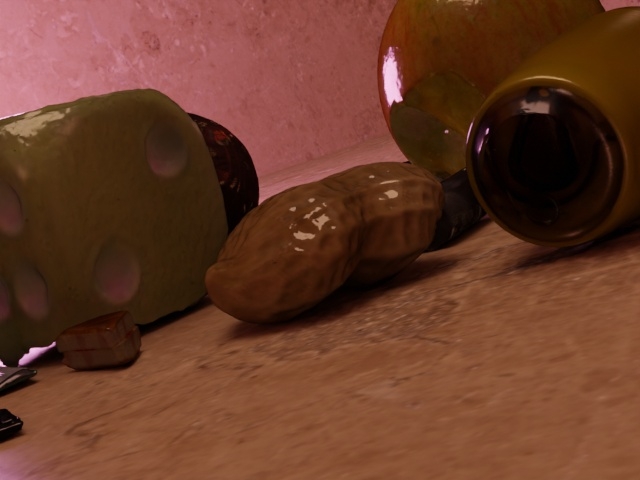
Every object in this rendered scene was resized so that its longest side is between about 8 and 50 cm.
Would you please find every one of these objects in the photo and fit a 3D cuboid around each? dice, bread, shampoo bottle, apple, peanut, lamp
[{"bbox_3d":[-0.268,-0.021,1.278,0.252,0.254,0.250,-9,11,42],"label":"dice"},{"bbox_3d":[-0.194,0.091,1.086,0.062,0.043,0.109,-26,9,-42],"label":"bread"},{"bbox_3d":[0.152,-0.041,1.249,0.057,0.063,0.207,-25,3,34],"label":"shampoo bottle"},{"bbox_3d":[0.241,-0.242,1.628,0.339,0.339,0.339,-17,7,2],"label":"apple"},{"bbox_3d":[0.000,0.000,1.069,0.233,0.110,0.196,-20,7,-38],"label":"peanut"},{"bbox_3d":[-0.202,-0.064,1.585,0.247,0.247,0.247,-17,7,2],"label":"lamp"}]

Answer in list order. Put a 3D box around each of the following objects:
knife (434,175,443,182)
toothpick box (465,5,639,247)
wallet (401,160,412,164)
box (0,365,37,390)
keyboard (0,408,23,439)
[{"bbox_3d":[0.066,-0.047,1.625,0.222,0.031,0.064,-17,-16,18],"label":"knife"},{"bbox_3d":[0.234,-0.095,1.003,0.175,0.175,0.271,-12,11,35],"label":"toothpick box"},{"bbox_3d":[0.095,-0.087,1.830,0.165,0.042,0.309,-16,7,21],"label":"wallet"},{"bbox_3d":[-0.475,0.140,1.126,0.336,0.106,0.264,-22,9,-32],"label":"box"},{"bbox_3d":[-0.349,0.177,0.879,0.250,0.017,0.087,-20,9,-23],"label":"keyboard"}]
